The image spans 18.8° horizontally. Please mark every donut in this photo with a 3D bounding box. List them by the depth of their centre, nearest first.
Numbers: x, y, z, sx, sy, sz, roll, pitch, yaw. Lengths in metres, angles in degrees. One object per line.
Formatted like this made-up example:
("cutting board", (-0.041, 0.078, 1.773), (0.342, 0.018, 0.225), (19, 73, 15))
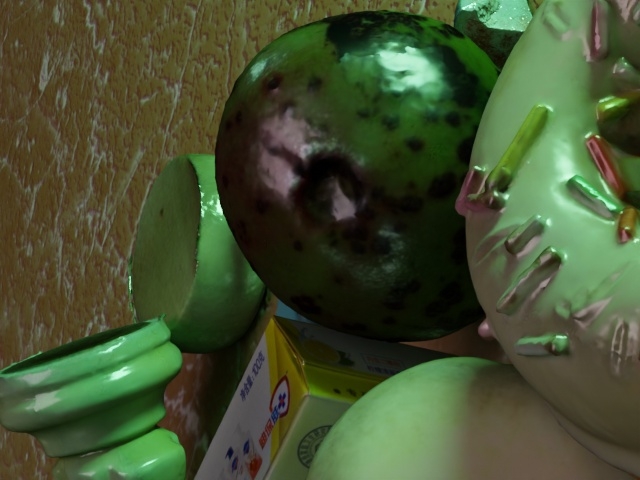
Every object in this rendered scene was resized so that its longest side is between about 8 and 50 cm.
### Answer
("donut", (0.229, -0.054, 1.032), (0.383, 0.142, 0.382), (-29, 46, 35))

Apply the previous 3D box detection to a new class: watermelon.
("watermelon", (0.133, -0.160, 1.440), (0.061, 0.085, 0.085), (7, 84, 27))

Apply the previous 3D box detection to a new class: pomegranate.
("pomegranate", (0.052, -0.036, 1.410), (0.306, 0.242, 0.242), (49, -135, -73))

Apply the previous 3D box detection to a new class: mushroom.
("mushroom", (0.120, 0.197, 1.185), (0.260, 0.254, 0.234), (62, 179, 25))

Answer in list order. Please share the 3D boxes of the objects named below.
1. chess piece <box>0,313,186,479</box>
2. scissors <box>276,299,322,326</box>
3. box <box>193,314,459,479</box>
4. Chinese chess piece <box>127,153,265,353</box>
("chess piece", (-0.171, 0.230, 1.720), (0.176, 0.176, 0.298), (-8, 101, 61))
("scissors", (-0.023, 0.100, 1.643), (0.180, 0.032, 0.393), (-13, 67, 52))
("box", (-0.002, 0.198, 1.432), (0.265, 0.168, 0.097), (-66, 27, 24))
("Chinese chess piece", (-0.110, 0.012, 1.798), (0.188, 0.083, 0.188), (-31, 55, 58))
